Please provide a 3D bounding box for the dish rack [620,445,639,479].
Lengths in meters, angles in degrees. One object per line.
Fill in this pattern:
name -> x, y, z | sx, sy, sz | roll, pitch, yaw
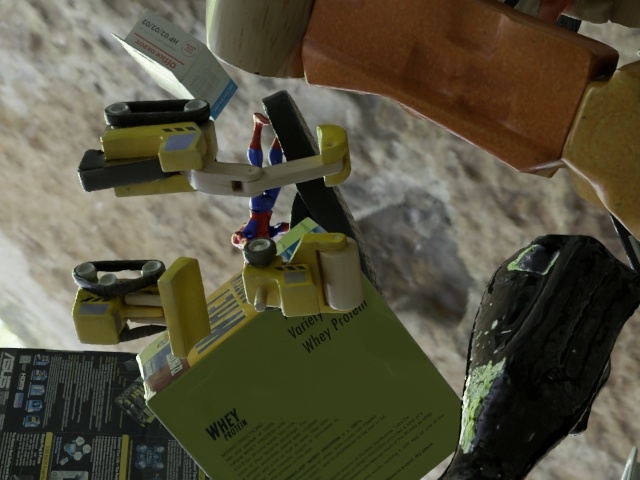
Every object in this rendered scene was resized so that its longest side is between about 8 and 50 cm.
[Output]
dish rack -> 0.295, 0.405, 1.167 | 0.072, 0.333, 0.286 | 15, -51, 14

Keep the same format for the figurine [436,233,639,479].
figurine -> 0.142, 0.139, 0.565 | 0.215, 0.209, 0.092 | 36, -33, -4

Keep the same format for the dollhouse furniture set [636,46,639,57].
dollhouse furniture set -> 0.554, -0.217, 1.688 | 0.151, 0.302, 0.197 | 31, 10, -27

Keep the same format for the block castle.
block castle -> 0.187, -0.155, 0.504 | 0.303, 0.453, 0.213 | 29, -63, 27

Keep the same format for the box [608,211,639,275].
box -> 0.443, -0.062, 1.236 | 0.261, 0.184, 0.103 | -23, -91, 16

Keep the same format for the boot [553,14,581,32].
boot -> 0.181, -0.262, 1.455 | 0.207, 0.246, 0.094 | 34, -20, 35

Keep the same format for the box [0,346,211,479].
box -> -0.295, 0.310, 1.506 | 0.318, 0.395, 0.097 | 1, -50, -6

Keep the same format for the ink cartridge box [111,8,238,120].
ink cartridge box -> -0.186, -0.233, 1.504 | 0.104, 0.062, 0.181 | 33, -5, 18

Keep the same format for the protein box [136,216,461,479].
protein box -> -0.015, 0.127, 0.980 | 0.201, 0.199, 0.136 | 52, -3, -16

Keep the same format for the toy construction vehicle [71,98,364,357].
toy construction vehicle -> -0.037, 0.002, 0.363 | 0.098, 0.035, 0.086 | 0, -58, 7

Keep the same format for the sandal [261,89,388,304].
sandal -> 0.000, -0.001, 1.643 | 0.446, 0.107, 0.167 | 66, 6, 19

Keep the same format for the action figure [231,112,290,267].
action figure -> -0.078, -0.059, 1.934 | 0.139, 0.091, 0.280 | 36, -58, 46
